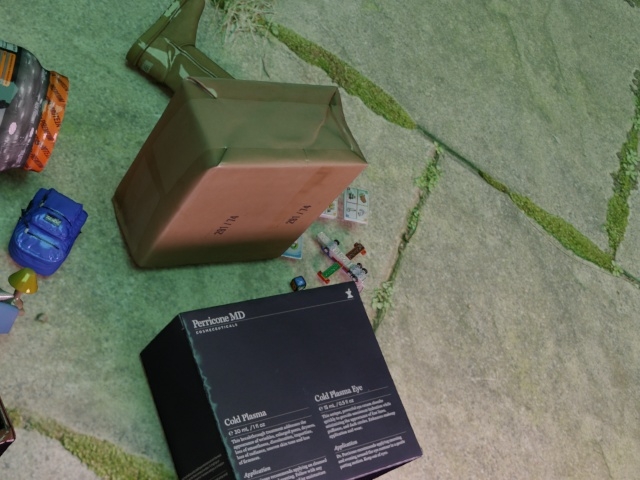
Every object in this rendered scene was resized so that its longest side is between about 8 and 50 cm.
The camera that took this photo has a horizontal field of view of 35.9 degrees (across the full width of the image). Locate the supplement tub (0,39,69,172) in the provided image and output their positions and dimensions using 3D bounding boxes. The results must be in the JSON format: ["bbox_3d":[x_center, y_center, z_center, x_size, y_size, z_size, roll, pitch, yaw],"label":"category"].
[{"bbox_3d":[-0.575,-0.228,1.516,0.338,0.207,0.207,17,56,-24],"label":"supplement tub"}]

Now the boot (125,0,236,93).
[{"bbox_3d":[-0.207,-0.328,1.893,0.269,0.089,0.236,39,60,-8],"label":"boot"}]

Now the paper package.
[{"bbox_3d":[-0.137,-0.105,1.641,0.309,0.325,0.168,-4,61,-35],"label":"paper package"}]

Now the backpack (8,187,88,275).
[{"bbox_3d":[-0.433,-0.015,1.554,0.098,0.101,0.120,27,55,-8],"label":"backpack"}]

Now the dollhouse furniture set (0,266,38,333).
[{"bbox_3d":[-0.562,-0.035,1.378,0.303,0.198,0.286,7,33,-47],"label":"dollhouse furniture set"}]

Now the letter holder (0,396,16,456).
[{"bbox_3d":[-0.520,0.217,1.229,0.152,0.302,0.214,-15,72,-37],"label":"letter holder"}]

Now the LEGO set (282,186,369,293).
[{"bbox_3d":[0.000,0.000,1.870,0.182,0.060,0.244,10,57,-13],"label":"LEGO set"}]

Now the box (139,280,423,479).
[{"bbox_3d":[-0.063,0.260,1.576,0.343,0.179,0.312,-8,69,-36],"label":"box"}]
